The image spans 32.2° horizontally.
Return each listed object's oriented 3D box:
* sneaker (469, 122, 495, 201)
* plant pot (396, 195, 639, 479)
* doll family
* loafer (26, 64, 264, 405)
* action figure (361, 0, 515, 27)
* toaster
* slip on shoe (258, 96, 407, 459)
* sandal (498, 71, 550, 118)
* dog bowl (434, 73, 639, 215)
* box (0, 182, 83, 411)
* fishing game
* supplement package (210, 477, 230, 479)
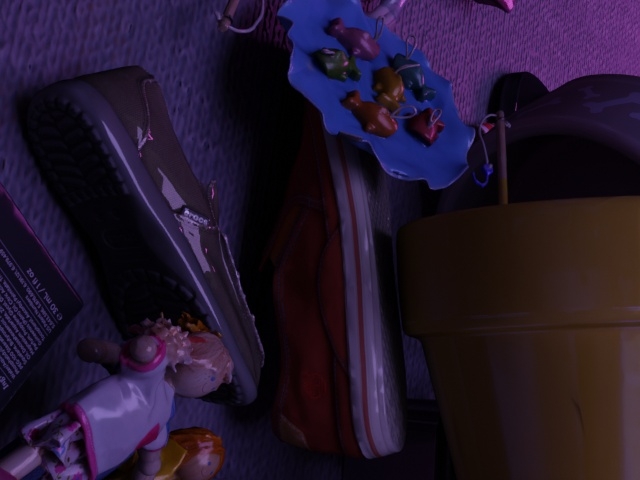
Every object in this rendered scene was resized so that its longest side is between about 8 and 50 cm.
[{"bbox_3d":[0.185,-0.068,1.172,0.067,0.042,0.118,-22,106,-51],"label":"sneaker"},{"bbox_3d":[0.186,0.102,0.808,0.254,0.254,0.239,7,80,-57],"label":"plant pot"},{"bbox_3d":[-0.114,0.125,0.628,0.163,0.118,0.263,-36,141,-31],"label":"doll family"},{"bbox_3d":[-0.089,-0.001,0.703,0.087,0.094,0.251,-48,129,-40],"label":"loafer"},{"bbox_3d":[0.188,-0.305,0.989,0.370,0.276,0.248,-17,111,-70],"label":"action figure"},{"bbox_3d":[0.105,0.219,0.990,0.168,0.110,0.185,6,85,-57],"label":"toaster"},{"bbox_3d":[0.000,0.000,0.838,0.123,0.101,0.331,44,41,-67],"label":"slip on shoe"},{"bbox_3d":[0.272,-0.134,1.293,0.254,0.054,0.097,14,78,-56],"label":"sandal"},{"bbox_3d":[0.250,0.026,1.018,0.102,0.349,0.349,-23,109,-43],"label":"dog bowl"},{"bbox_3d":[-0.242,-0.002,0.463,0.184,0.103,0.261,-61,138,-40],"label":"box"},{"bbox_3d":[0.046,-0.120,0.818,0.264,0.041,0.189,34,37,-16],"label":"fishing game"},{"bbox_3d":[0.017,0.275,0.771,0.194,0.203,0.149,46,54,-46],"label":"supplement package"}]
